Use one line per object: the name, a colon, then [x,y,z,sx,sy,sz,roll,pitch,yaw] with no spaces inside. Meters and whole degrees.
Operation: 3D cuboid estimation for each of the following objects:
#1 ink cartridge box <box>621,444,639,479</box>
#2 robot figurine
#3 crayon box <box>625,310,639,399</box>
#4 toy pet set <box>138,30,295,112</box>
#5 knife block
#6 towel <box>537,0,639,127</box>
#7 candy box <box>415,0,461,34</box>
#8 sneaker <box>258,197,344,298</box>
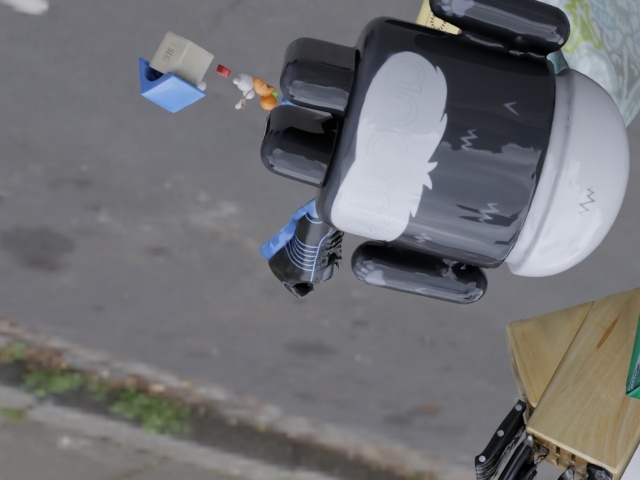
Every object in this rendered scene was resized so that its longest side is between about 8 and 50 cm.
ink cartridge box: [0.445,0.264,1.952,0.131,0.226,0.306,-44,161,14]
robot figurine: [0.097,-0.073,1.225,0.278,0.173,0.209,14,150,-4]
crayon box: [0.380,0.020,1.404,0.165,0.278,0.081,15,162,-2]
toy pet set: [-0.106,-0.139,1.485,0.114,0.065,0.122,28,-179,-43]
knife block: [0.272,0.182,1.518,0.276,0.242,0.088,-16,157,0]
towel: [0.234,-0.314,1.528,0.090,0.320,0.374,-24,104,44]
candy box: [0.222,-0.267,1.840,0.087,0.316,0.183,37,131,19]
sneaker: [0.000,0.000,2.059,0.081,0.090,0.232,-34,175,-30]
